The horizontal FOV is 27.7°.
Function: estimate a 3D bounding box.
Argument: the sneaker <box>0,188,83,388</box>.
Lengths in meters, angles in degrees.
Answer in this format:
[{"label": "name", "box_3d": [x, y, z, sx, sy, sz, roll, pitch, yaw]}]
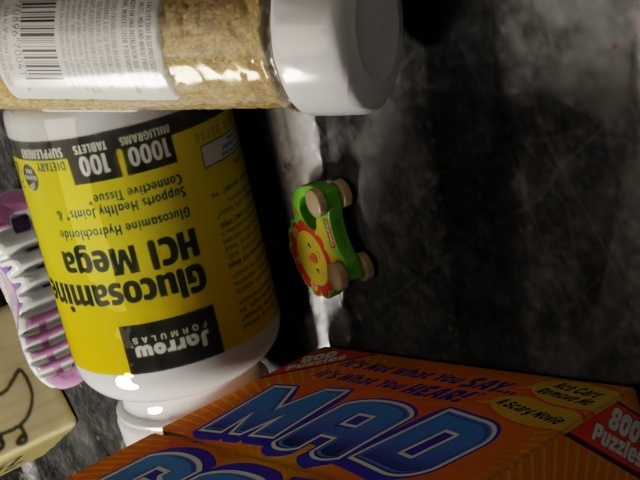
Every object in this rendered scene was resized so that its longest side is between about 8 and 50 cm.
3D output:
[{"label": "sneaker", "box_3d": [-0.330, 0.060, 1.518, 0.104, 0.095, 0.236, -25, 84, 64]}]

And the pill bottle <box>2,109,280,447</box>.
[{"label": "pill bottle", "box_3d": [-0.140, 0.017, 1.121, 0.188, 0.188, 0.333, 10, 119, 52]}]

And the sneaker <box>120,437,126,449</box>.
[{"label": "sneaker", "box_3d": [-0.096, 0.218, 1.265, 0.271, 0.108, 0.100, 7, 114, 52]}]

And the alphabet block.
[{"label": "alphabet block", "box_3d": [-0.469, 0.223, 1.714, 0.192, 0.197, 0.193, 61, 147, 6]}]

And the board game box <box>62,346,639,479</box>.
[{"label": "board game box", "box_3d": [0.019, 0.318, 0.932, 0.356, 0.356, 0.356, 1, 111, 55]}]

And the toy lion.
[{"label": "toy lion", "box_3d": [0.000, 0.000, 1.061, 0.096, 0.034, 0.100, 7, 116, 62]}]

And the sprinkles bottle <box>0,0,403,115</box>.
[{"label": "sprinkles bottle", "box_3d": [-0.124, -0.150, 0.921, 0.355, 0.121, 0.121, 3, 116, 24]}]
